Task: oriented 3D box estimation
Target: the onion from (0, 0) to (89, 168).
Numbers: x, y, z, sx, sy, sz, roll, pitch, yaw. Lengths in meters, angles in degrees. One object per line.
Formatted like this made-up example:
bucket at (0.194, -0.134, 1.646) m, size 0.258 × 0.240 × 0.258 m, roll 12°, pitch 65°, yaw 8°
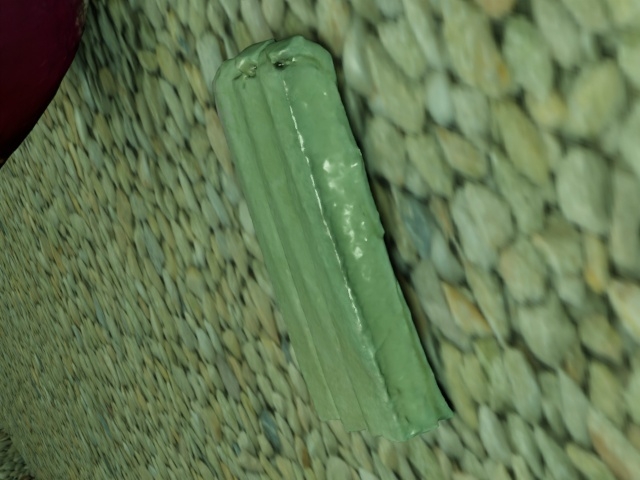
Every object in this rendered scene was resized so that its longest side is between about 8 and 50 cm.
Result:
onion at (-0.330, -0.223, 0.897) m, size 0.420 × 0.398 × 0.398 m, roll -64°, pitch -35°, yaw -59°

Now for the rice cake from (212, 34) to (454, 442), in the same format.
rice cake at (0.000, 0.000, 0.640) m, size 0.124 × 0.038 × 0.211 m, roll 1°, pitch 113°, yaw 68°
